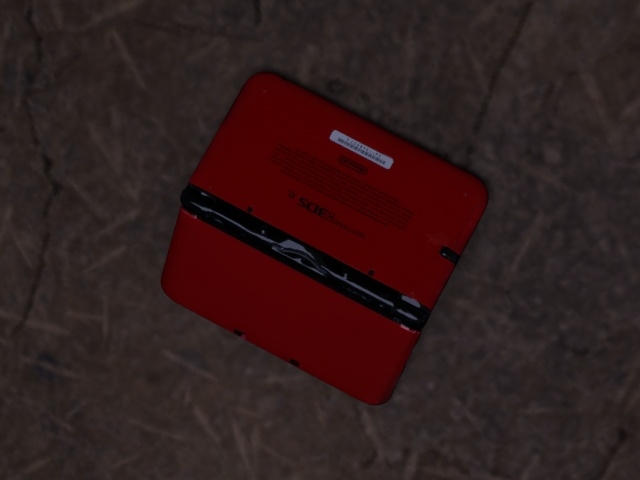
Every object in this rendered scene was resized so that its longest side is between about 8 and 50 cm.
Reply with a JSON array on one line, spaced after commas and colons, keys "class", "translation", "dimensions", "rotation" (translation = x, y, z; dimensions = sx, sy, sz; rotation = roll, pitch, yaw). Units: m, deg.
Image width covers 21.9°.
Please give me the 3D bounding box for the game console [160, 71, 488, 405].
[{"class": "game console", "translation": [0.000, 0.000, 0.889], "dimensions": [0.144, 0.085, 0.124], "rotation": [27, 79, 6]}]
